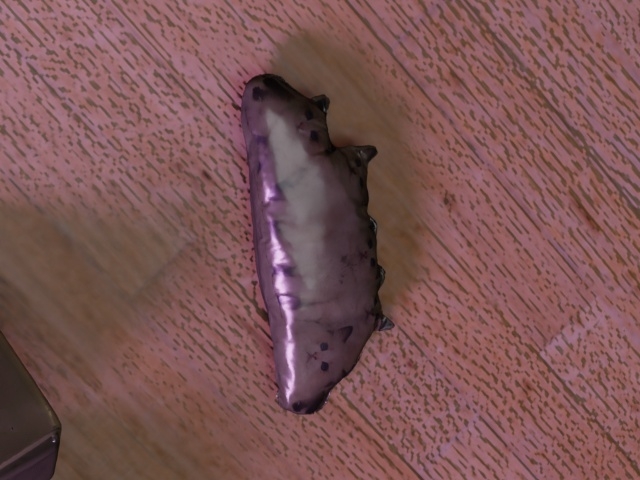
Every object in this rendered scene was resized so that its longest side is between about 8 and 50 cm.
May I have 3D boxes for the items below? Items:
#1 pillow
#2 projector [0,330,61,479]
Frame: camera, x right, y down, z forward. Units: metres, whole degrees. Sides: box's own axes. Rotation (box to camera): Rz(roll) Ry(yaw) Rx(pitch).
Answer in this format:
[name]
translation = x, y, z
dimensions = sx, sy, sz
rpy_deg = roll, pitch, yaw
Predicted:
[pillow]
translation = 0.001, 0.001, 1.291
dimensions = 0.093, 0.051, 0.241
rpy_deg = -9, 103, -11
[projector]
translation = -0.316, 0.122, 1.152
dimensions = 0.269, 0.088, 0.193
rpy_deg = -25, 66, -28
